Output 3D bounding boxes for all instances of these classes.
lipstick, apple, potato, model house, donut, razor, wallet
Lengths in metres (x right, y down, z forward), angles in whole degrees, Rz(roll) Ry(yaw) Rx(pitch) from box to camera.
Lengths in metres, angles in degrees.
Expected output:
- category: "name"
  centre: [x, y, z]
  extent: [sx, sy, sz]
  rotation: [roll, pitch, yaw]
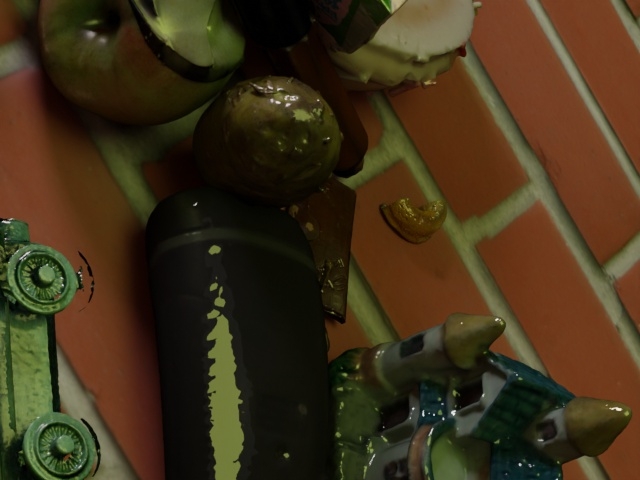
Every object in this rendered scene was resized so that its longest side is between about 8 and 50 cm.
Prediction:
- category: "lipstick"
  centre: [-0.026, -0.203, 1.798]
  extent: [0.418, 0.077, 0.077]
  rotation: [63, 29, -52]
- category: "apple"
  centre: [-0.181, -0.208, 1.718]
  extent: [0.207, 0.173, 0.188]
  rotation: [24, 15, 20]
- category: "potato"
  centre: [-0.057, -0.100, 1.742]
  extent: [0.149, 0.251, 0.113]
  rotation: [19, 76, -7]
- category: "model house"
  centre: [0.168, 0.207, 1.729]
  extent: [0.194, 0.325, 0.267]
  rotation: [27, 52, -34]
- category: "donut"
  centre: [0.028, -0.343, 2.009]
  extent: [0.383, 0.142, 0.382]
  rotation: [20, 59, -36]
- category: "donut"
  centre: [0.116, -0.034, 2.013]
  extent: [0.083, 0.038, 0.067]
  rotation: [41, 49, -24]
- category: "razor"
  centre: [-0.078, 0.123, 1.690]
  extent: [0.204, 0.113, 0.349]
  rotation: [14, 60, -42]
- category: "wallet"
  centre: [0.000, 0.000, 1.893]
  extent: [0.095, 0.026, 0.176]
  rotation: [28, 52, -28]

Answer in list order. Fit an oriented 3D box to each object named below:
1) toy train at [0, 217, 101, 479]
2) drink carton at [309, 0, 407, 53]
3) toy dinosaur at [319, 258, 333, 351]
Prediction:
- category: "toy train"
  centre: [-0.299, 0.116, 1.470]
  extent: [0.190, 0.126, 0.307]
  rotation: [10, 63, -40]
- category: "drink carton"
  centre: [-0.013, -0.337, 1.768]
  extent: [0.271, 0.161, 0.108]
  rotation: [44, 73, -5]
- category: "toy dinosaur"
  centre: [-0.012, 0.110, 1.810]
  extent: [0.037, 0.058, 0.180]
  rotation: [-2, 93, -27]
